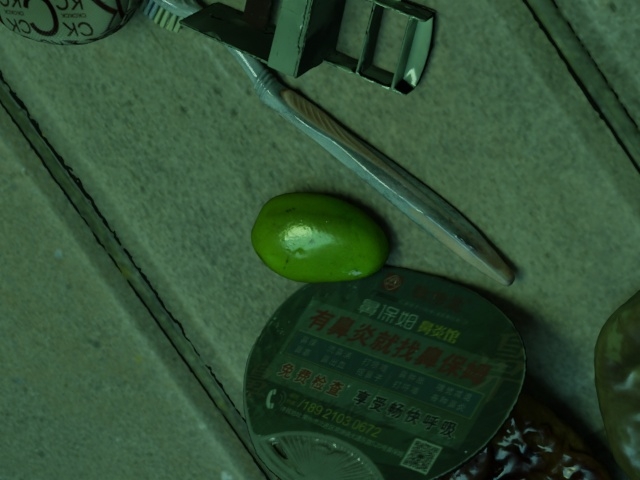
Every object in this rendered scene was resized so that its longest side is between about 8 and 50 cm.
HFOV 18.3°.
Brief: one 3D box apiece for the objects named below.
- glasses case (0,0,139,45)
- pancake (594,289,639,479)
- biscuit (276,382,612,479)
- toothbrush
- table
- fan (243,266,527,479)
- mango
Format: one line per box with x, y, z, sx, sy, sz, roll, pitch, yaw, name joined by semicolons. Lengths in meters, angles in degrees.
-0.201;-0.315;1.447;0.137;0.085;0.354;12;116;28;glasses case
0.337;0.135;1.415;0.294;0.049;0.294;12;120;22;pancake
0.086;0.260;1.541;0.289;0.081;0.334;29;105;-5;biscuit
-0.002;-0.087;1.493;0.375;0.028;0.037;38;131;6;toothbrush
-0.002;-0.194;1.422;0.175;0.062;0.146;25;123;18;table
0.043;0.137;1.452;0.223;0.294;0.012;-9;143;18;fan
0.000;0.000;1.521;0.108;0.056;0.073;12;122;10;mango
